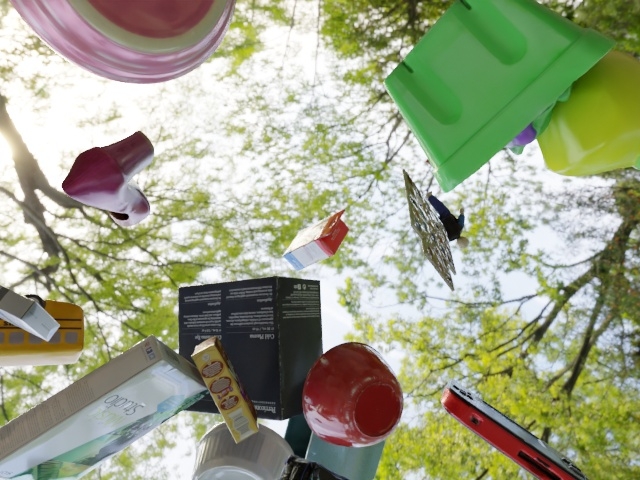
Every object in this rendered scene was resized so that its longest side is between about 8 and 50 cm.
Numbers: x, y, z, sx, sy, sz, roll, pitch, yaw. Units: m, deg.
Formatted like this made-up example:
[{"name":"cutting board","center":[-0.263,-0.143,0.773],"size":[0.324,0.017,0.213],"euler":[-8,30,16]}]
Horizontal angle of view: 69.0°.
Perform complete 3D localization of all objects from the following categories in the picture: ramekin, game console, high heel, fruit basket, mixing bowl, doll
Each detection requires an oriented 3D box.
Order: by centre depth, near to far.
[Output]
[{"name":"fruit basket","center":[0.310,-0.187,0.679],"size":[0.392,0.283,0.392],"euler":[34,-150,-22]},{"name":"mixing bowl","center":[0.070,0.270,0.780],"size":[0.181,0.181,0.098],"euler":[-18,-174,-23]},{"name":"high heel","center":[-0.459,-0.088,0.976],"size":[0.127,0.377,0.181],"euler":[45,-123,1]},{"name":"ramekin","center":[-0.204,0.609,1.194],"size":[0.273,0.272,0.127],"euler":[3,-160,5]},{"name":"game console","center":[0.493,0.493,1.199],"size":[0.386,0.060,0.342],"euler":[33,-176,21]},{"name":"doll","center":[0.359,-0.055,1.334],"size":[0.129,0.046,0.189],"euler":[-33,-103,-13]}]

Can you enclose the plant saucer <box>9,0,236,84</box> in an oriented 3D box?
[{"name":"plant saucer","center":[-0.247,-0.382,0.622],"size":[0.332,0.332,0.084],"euler":[-27,-148,-33]}]

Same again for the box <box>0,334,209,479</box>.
[{"name":"box","center":[-0.377,0.310,0.821],"size":[0.322,0.232,0.058],"euler":[-31,-121,-8]}]

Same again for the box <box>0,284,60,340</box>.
[{"name":"box","center":[-0.558,0.100,0.795],"size":[0.186,0.145,0.038],"euler":[27,-119,0]}]

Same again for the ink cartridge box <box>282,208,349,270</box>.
[{"name":"ink cartridge box","center":[0.000,0.000,1.488],"size":[0.231,0.078,0.134],"euler":[-25,-156,44]}]

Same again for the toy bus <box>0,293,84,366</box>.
[{"name":"toy bus","center":[-0.678,0.187,0.956],"size":[0.333,0.108,0.130],"euler":[8,-127,-37]}]

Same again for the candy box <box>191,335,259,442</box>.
[{"name":"candy box","center":[-0.186,0.287,0.916],"size":[0.053,0.186,0.109],"euler":[-29,-177,-10]}]

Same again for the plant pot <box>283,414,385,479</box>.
[{"name":"plant pot","center":[0.045,0.603,1.396],"size":[0.252,0.247,0.247],"euler":[12,-171,-16]}]

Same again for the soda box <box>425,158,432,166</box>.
[{"name":"soda box","center":[0.420,-0.318,1.361],"size":[0.092,0.263,0.083],"euler":[40,-138,13]}]

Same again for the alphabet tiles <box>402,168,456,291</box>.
[{"name":"alphabet tiles","center":[0.228,-0.014,0.957],"size":[0.009,0.198,0.237],"euler":[-27,-147,24]}]

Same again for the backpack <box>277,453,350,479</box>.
[{"name":"backpack","center":[-0.028,0.554,0.955],"size":[0.117,0.158,0.173],"euler":[-13,-135,48]}]

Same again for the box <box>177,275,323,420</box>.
[{"name":"box","center":[-0.179,0.261,1.163],"size":[0.343,0.312,0.179],"euler":[-8,168,33]}]
